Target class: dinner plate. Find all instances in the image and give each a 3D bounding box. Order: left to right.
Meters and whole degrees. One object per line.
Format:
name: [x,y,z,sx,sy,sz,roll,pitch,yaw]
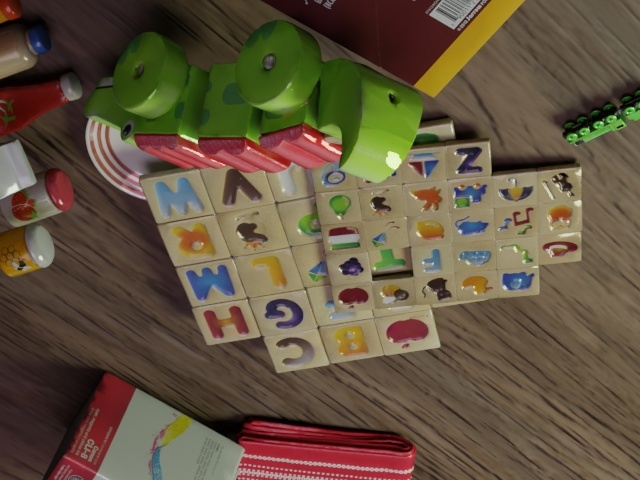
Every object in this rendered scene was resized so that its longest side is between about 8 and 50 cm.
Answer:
dinner plate: [-0.137,-0.088,1.254,0.141,0.017,0.141,3,136,3]

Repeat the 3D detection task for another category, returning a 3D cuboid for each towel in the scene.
towel: [-0.003,0.303,1.623,0.198,0.031,0.275,6,136,0]

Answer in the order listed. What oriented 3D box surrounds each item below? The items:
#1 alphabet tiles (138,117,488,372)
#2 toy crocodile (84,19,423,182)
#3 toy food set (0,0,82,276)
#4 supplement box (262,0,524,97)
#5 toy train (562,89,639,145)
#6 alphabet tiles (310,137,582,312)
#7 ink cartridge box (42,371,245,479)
alphabet tiles: [0.000,0.000,1.317,0.285,0.011,0.343,-10,134,8]
toy crocodile: [-0.059,-0.095,1.081,0.340,0.105,0.115,3,166,42]
toy food set: [-0.251,-0.094,1.184,0.104,0.111,0.232,-17,104,14]
supplement box: [0.057,-0.242,1.001,0.194,0.129,0.191,27,132,-20]
toy train: [0.245,-0.102,1.203,0.083,0.017,0.023,-25,138,27]
alphabet tiles: [0.119,-0.013,1.292,0.237,0.009,0.198,-6,134,4]
ink cartridge box: [-0.194,0.255,1.505,0.176,0.127,0.128,30,131,-8]
